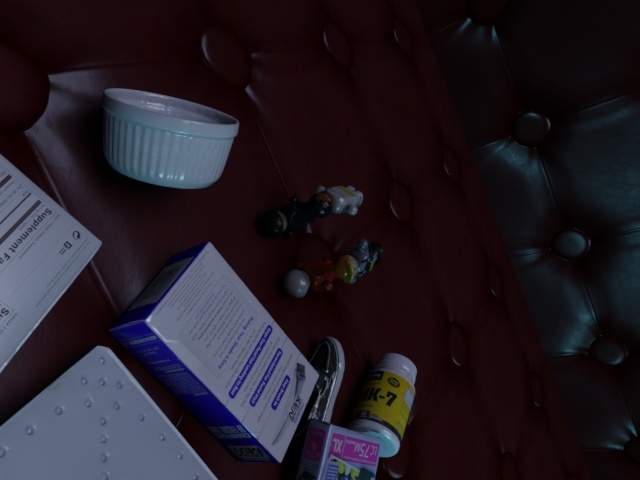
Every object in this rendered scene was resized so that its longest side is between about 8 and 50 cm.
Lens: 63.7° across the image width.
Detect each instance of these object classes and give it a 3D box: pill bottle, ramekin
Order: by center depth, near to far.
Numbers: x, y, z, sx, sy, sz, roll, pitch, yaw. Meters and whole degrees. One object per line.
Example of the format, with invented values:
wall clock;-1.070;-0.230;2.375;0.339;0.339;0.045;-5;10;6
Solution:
ramekin;-0.241;-0.160;0.813;0.207;0.207;0.109;-9;120;-53
pill bottle;0.147;0.367;1.169;0.119;0.119;0.208;55;40;-22

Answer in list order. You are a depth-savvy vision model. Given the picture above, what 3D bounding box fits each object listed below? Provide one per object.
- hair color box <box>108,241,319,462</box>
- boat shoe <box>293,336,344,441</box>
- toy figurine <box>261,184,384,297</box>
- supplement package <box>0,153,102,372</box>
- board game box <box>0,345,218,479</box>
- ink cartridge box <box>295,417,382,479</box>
hair color box;-0.158;0.192;0.858;0.339;0.110;0.185;54;40;-21
boat shoe;-0.008;0.291;1.035;0.070;0.078;0.219;40;50;-38
toy figurine;0.000;0.000;1.050;0.148;0.209;0.213;-19;91;-47
supplement package;-0.383;0.056;0.493;0.145;0.262;0.204;49;44;-28
board game box;-0.256;0.374;0.581;0.390;0.050;0.390;55;23;-9
ink cartridge box;0.017;0.508;0.954;0.186;0.065;0.311;34;65;-43
